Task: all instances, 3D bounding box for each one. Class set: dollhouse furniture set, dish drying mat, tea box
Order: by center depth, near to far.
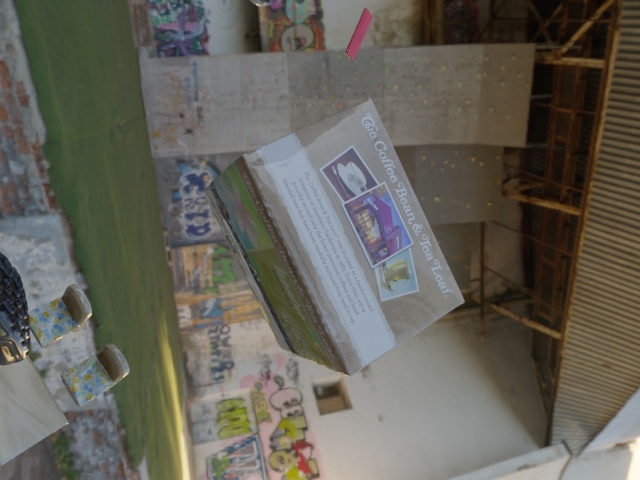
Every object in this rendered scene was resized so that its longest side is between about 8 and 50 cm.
[{"bbox_3d":[-0.559,0.157,0.883,0.394,0.362,0.256,57,-40,3],"label":"dollhouse furniture set"},{"bbox_3d":[0.000,0.000,0.884,0.329,0.219,0.323,64,-21,-5],"label":"tea box"},{"bbox_3d":[0.066,-0.352,0.941,0.083,0.008,0.032,-66,153,0],"label":"dish drying mat"}]

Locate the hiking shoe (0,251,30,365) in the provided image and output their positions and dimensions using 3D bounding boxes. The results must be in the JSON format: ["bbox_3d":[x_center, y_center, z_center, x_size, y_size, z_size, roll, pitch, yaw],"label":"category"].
[{"bbox_3d":[-0.347,0.043,0.484,0.227,0.114,0.086,79,-13,-45],"label":"hiking shoe"}]

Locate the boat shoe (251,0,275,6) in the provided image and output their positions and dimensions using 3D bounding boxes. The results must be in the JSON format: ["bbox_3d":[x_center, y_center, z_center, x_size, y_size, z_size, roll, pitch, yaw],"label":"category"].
[{"bbox_3d":[-0.126,-0.426,0.641,0.335,0.095,0.112,38,49,-44],"label":"boat shoe"}]
